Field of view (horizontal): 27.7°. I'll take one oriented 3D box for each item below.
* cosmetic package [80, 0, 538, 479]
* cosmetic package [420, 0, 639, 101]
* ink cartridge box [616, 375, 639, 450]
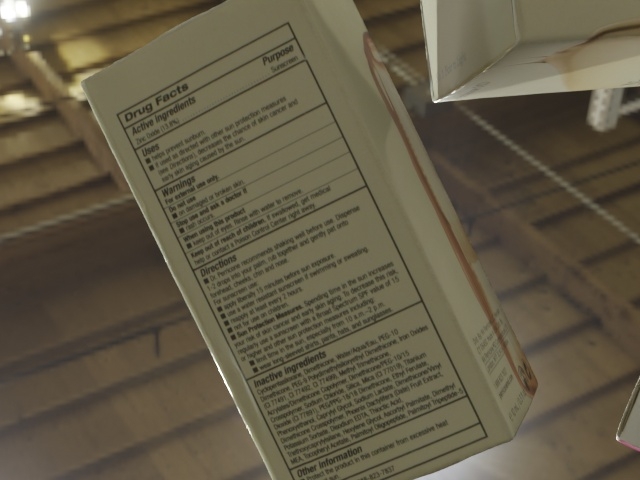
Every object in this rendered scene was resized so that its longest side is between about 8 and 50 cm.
[{"bbox_3d":[0.000,0.000,0.799,0.153,0.296,0.129,-24,-178,18],"label":"cosmetic package"},{"bbox_3d":[0.229,-0.162,0.792,0.309,0.113,0.160,-6,176,-12],"label":"cosmetic package"},{"bbox_3d":[0.400,0.190,0.881,0.371,0.069,0.176,21,180,34],"label":"ink cartridge box"}]
